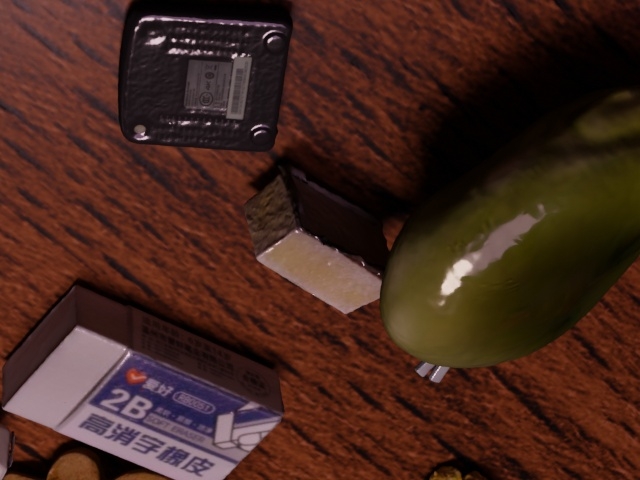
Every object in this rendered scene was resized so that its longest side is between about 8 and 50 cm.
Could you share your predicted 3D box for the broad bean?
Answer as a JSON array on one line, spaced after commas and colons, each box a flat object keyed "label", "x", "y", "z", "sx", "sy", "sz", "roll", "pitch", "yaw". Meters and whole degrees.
[{"label": "broad bean", "x": 0.173, "y": -0.009, "z": 1.361, "sx": 0.291, "sy": 0.119, "sz": 0.238, "roll": -39, "pitch": 156, "yaw": 7}]

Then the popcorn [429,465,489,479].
[{"label": "popcorn", "x": 0.131, "y": 0.262, "z": 1.677, "sx": 0.084, "sy": 0.084, "sz": 0.084, "roll": -4, "pitch": 134, "yaw": -4}]

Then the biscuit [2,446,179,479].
[{"label": "biscuit", "x": -0.193, "y": 0.268, "z": 1.591, "sx": 0.225, "sy": 0.166, "sz": 0.036, "roll": -5, "pitch": 174, "yaw": 15}]

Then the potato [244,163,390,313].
[{"label": "potato", "x": -0.001, "y": -0.001, "z": 1.401, "sx": 0.061, "sy": 0.086, "sz": 0.122, "roll": -39, "pitch": 133, "yaw": 24}]

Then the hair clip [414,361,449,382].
[{"label": "hair clip", "x": 0.123, "y": 0.069, "z": 1.528, "sx": 0.030, "sy": 0.039, "sz": 0.115, "roll": 27, "pitch": 114, "yaw": -40}]

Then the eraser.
[{"label": "eraser", "x": -0.151, "y": 0.129, "z": 1.516, "sx": 0.210, "sy": 0.068, "sz": 0.124, "roll": 27, "pitch": 126, "yaw": -28}]

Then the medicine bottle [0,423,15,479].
[{"label": "medicine bottle", "x": -0.385, "y": 0.172, "z": 1.515, "sx": 0.219, "sy": 0.078, "sz": 0.115, "roll": 22, "pitch": 137, "yaw": -27}]

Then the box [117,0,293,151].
[{"label": "box", "x": -0.087, "y": -0.120, "z": 1.312, "sx": 0.125, "sy": 0.027, "sz": 0.126, "roll": 2, "pitch": 133, "yaw": -9}]
